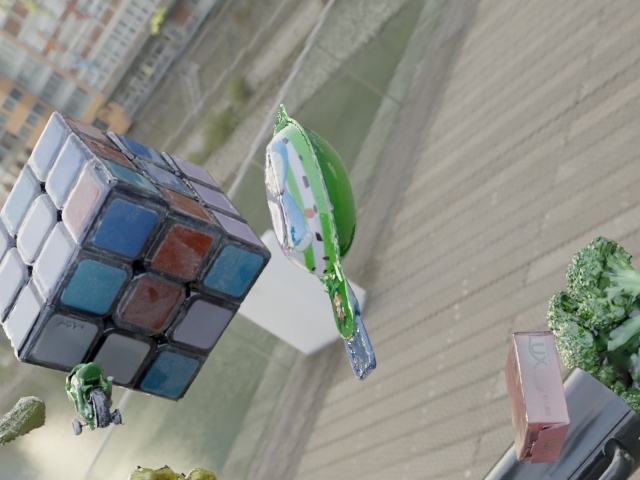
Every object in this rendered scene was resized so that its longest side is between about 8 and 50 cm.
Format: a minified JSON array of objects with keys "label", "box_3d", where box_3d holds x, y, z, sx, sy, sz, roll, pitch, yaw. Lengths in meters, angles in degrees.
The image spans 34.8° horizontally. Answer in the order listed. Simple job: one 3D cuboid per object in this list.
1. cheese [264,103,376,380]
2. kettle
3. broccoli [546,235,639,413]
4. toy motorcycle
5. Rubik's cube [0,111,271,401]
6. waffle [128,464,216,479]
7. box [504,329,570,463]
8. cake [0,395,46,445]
[{"label":"cheese","box_3d":[0.000,0.000,1.146,0.204,0.083,0.321,113,141,-69]},{"label":"kettle","box_3d":[0.448,0.414,1.799,0.308,0.203,0.262,-48,36,-3]},{"label":"broccoli","box_3d":[0.651,0.190,2.160,0.309,0.414,0.321,-21,-6,13]},{"label":"toy motorcycle","box_3d":[-0.345,0.234,1.537,0.190,0.074,0.106,149,109,-67]},{"label":"Rubik's cube","box_3d":[-0.357,0.026,1.821,0.363,0.358,0.362,-58,38,9]},{"label":"waffle","box_3d":[-0.252,0.550,1.621,0.095,0.379,0.382,6,76,30]},{"label":"box","box_3d":[0.287,0.208,1.362,0.111,0.060,0.156,89,-179,-53]},{"label":"cake","box_3d":[-0.513,0.317,1.709,0.140,0.051,0.055,-51,-35,-62]}]
